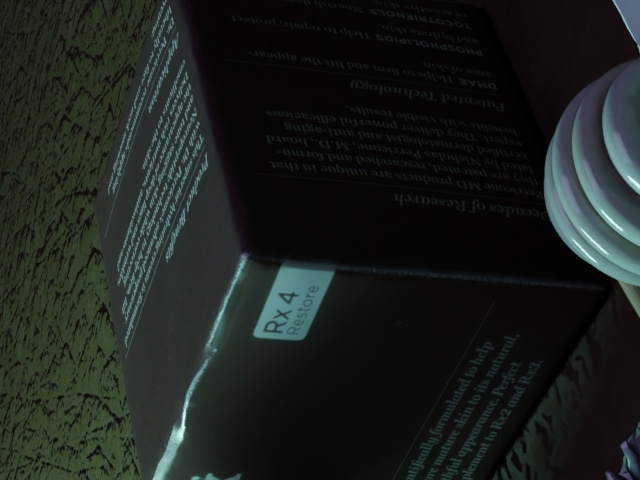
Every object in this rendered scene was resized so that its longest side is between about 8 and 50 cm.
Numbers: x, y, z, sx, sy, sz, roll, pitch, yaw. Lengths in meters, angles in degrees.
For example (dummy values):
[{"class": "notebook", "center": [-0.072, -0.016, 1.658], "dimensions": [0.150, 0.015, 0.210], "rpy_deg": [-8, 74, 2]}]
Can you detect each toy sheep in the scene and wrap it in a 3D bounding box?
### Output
[{"class": "toy sheep", "center": [0.123, -0.021, 0.581], "dimensions": [0.132, 0.091, 0.091], "rpy_deg": [127, 142, -62]}]

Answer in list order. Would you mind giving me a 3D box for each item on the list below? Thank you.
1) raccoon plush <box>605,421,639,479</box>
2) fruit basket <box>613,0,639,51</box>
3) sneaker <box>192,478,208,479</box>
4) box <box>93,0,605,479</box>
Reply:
[{"class": "raccoon plush", "center": [0.155, 0.142, 0.445], "dimensions": [0.299, 0.216, 0.446], "rpy_deg": [100, -169, -50]}, {"class": "fruit basket", "center": [0.138, -0.273, 0.423], "dimensions": [0.353, 0.165, 0.327], "rpy_deg": [-45, 41, 30]}, {"class": "sneaker", "center": [-0.045, 0.230, 0.746], "dimensions": [0.110, 0.118, 0.292], "rpy_deg": [-108, 3, -51]}, {"class": "box", "center": [0.000, 0.000, 0.765], "dimensions": [0.203, 0.167, 0.168], "rpy_deg": [-107, 31, -42]}]
